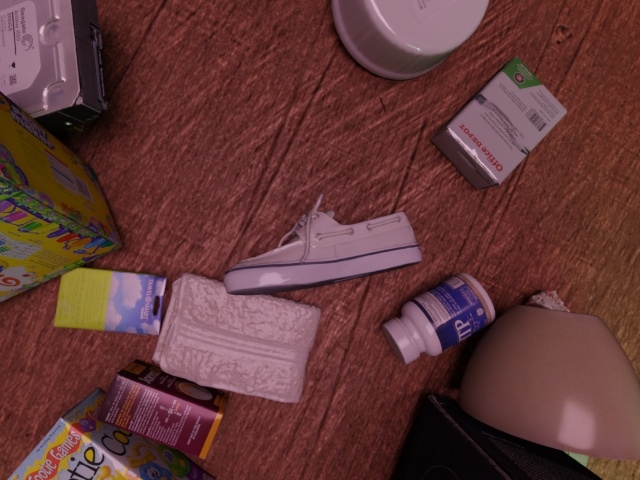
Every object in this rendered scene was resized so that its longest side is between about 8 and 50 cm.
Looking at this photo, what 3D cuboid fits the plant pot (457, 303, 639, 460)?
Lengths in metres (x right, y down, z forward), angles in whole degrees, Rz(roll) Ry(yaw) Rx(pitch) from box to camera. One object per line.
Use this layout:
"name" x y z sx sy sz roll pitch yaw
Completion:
"plant pot" 0.392 0.213 0.704 0.283 0.284 0.191 8 86 -6

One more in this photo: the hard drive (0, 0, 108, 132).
"hard drive" -0.511 -0.279 0.661 0.338 0.064 0.237 -9 85 13

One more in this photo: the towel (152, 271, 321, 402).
"towel" -0.149 0.178 0.758 0.281 0.049 0.187 15 87 -6

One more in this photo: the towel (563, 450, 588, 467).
"towel" 0.344 0.520 0.810 0.311 0.056 0.325 18 88 -3

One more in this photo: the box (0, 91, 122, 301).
"box" -0.505 -0.042 0.585 0.278 0.290 0.177 -26 75 -8

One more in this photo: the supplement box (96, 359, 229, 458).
"supplement box" -0.263 0.286 0.711 0.188 0.104 0.081 23 85 -6

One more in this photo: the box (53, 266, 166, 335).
"box" -0.368 0.107 0.736 0.178 0.042 0.109 7 87 -6

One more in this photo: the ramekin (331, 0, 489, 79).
"ramekin" 0.169 -0.452 0.750 0.276 0.135 0.278 -2 99 -13

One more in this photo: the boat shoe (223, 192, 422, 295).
"boat shoe" 0.004 -0.002 0.738 0.366 0.136 0.157 -10 79 -15

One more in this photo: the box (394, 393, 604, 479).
"box" 0.254 0.546 0.540 0.297 0.472 0.481 23 87 -4

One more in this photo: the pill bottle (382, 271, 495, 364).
"pill bottle" 0.216 0.149 0.771 0.186 0.112 0.112 -28 91 -7

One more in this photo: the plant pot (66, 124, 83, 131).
"plant pot" -0.479 -0.242 0.721 0.083 0.081 0.082 1 88 3

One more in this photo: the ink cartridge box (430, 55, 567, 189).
"ink cartridge box" 0.347 -0.225 0.814 0.208 0.087 0.153 -44 94 -7

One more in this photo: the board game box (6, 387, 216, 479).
"board game box" -0.333 0.405 0.679 0.275 0.142 0.144 40 84 -4

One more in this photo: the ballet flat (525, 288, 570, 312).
"ballet flat" 0.502 0.198 0.823 0.077 0.091 0.241 -38 97 -32
